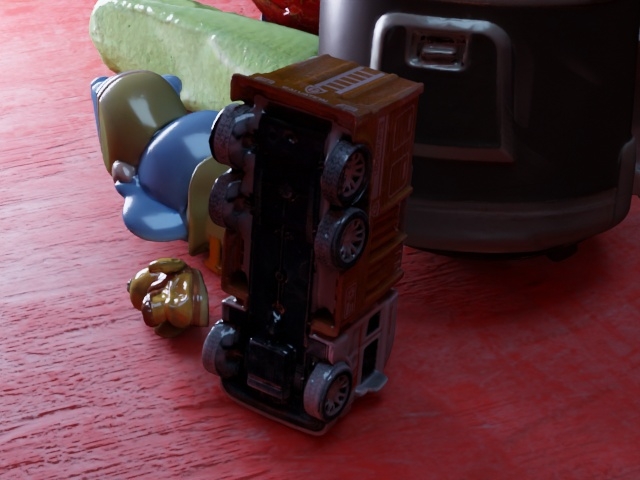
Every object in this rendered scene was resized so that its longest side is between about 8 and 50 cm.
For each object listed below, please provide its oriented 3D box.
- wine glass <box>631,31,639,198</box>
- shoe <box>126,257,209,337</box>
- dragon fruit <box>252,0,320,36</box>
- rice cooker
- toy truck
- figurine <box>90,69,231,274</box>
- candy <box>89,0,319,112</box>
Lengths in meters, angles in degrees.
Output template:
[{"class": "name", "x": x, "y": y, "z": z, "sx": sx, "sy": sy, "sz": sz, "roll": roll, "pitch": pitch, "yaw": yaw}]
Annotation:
[{"class": "wine glass", "x": 0.419, "y": -0.216, "z": 1.800, "sx": 0.238, "sy": 0.238, "sz": 0.323, "roll": 11, "pitch": 34, "yaw": 16}, {"class": "shoe", "x": -0.141, "y": 0.050, "z": 1.522, "sx": 0.069, "sy": 0.072, "sz": 0.109, "roll": -4, "pitch": 32, "yaw": -17}, {"class": "dragon fruit", "x": 0.056, "y": -0.355, "z": 1.962, "sx": 0.302, "sy": 0.295, "sz": 0.295, "roll": 3, "pitch": 32, "yaw": -2}, {"class": "rice cooker", "x": 0.145, "y": -0.141, "z": 1.594, "sx": 0.335, "sy": 0.325, "sz": 0.335, "roll": 3, "pitch": 17, "yaw": -1}, {"class": "toy truck", "x": 0.000, "y": 0.000, "z": 1.395, "sx": 0.136, "sy": 0.305, "sz": 0.162, "roll": 21, "pitch": 30, "yaw": 29}, {"class": "figurine", "x": -0.130, "y": -0.086, "z": 1.663, "sx": 0.180, "sy": 0.154, "sz": 0.262, "roll": 7, "pitch": 37, "yaw": -39}, {"class": "candy", "x": -0.107, "y": -0.209, "z": 1.880, "sx": 0.343, "sy": 0.132, "sz": 0.142, "roll": 23, "pitch": 49, "yaw": 31}]
